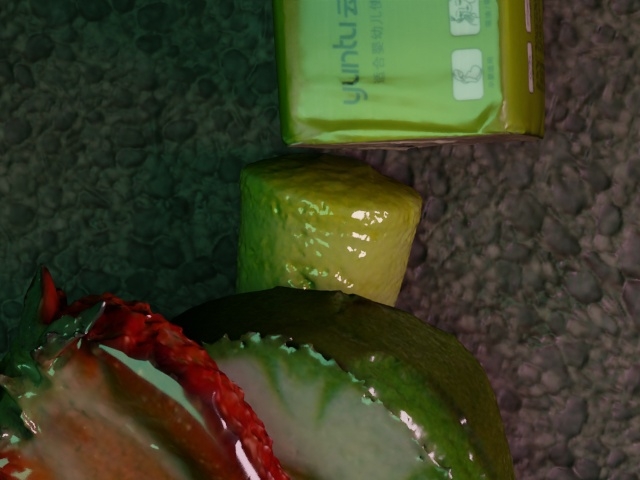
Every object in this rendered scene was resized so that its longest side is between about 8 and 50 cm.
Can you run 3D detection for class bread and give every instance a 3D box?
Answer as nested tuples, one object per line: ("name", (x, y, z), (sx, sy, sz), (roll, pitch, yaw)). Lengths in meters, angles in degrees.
("bread", (-0.058, 0.184, 1.315), (0.382, 0.129, 0.366), (31, 117, 2))
("bread", (0.000, 0.000, 1.349), (0.129, 0.111, 0.114), (12, 103, 17))

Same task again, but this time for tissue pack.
("tissue pack", (0.057, -0.198, 1.272), (0.167, 0.200, 0.275), (-2, 92, 12))

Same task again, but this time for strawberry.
("strawberry", (-0.089, 0.119, 1.175), (0.228, 0.098, 0.174), (23, 115, 5))
